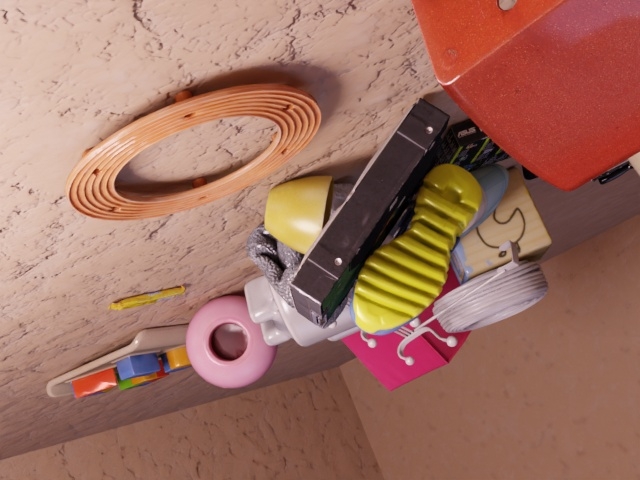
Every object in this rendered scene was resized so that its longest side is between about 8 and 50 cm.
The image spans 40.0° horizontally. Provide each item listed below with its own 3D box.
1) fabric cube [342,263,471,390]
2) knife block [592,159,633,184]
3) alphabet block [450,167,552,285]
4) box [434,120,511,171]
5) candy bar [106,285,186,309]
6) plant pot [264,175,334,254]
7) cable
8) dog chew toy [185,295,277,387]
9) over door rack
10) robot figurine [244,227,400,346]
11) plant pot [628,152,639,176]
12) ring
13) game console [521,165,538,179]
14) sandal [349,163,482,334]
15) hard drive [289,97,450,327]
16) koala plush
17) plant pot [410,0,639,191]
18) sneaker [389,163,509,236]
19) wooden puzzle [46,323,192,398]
[{"bbox_3d":[0.218,0.168,2.148,0.259,0.254,0.258,-43,-179,-36],"label":"fabric cube"},{"bbox_3d":[0.723,-0.219,1.954,0.275,0.088,0.242,-19,167,-16],"label":"knife block"},{"bbox_3d":[0.374,-0.022,1.949,0.197,0.192,0.193,-23,168,1],"label":"alphabet block"},{"bbox_3d":[0.296,-0.175,1.552,0.184,0.045,0.191,-17,167,-9],"label":"box"},{"bbox_3d":[-0.336,0.113,1.712,0.161,0.018,0.040,-12,167,-37],"label":"candy bar"},{"bbox_3d":[-0.036,-0.043,1.396,0.095,0.134,0.134,8,167,5],"label":"plant pot"},{"bbox_3d":[0.371,0.128,1.930,0.257,0.089,0.257,-13,164,-32],"label":"cable"},{"bbox_3d":[-0.196,0.233,2.040,0.206,0.207,0.332,-22,174,-2],"label":"dog chew toy"},{"bbox_3d":[0.193,0.093,1.639,0.239,0.108,0.324,30,115,-34],"label":"over door rack"},{"bbox_3d":[0.026,0.086,1.789,0.353,0.200,0.300,-22,132,4],"label":"robot figurine"},{"bbox_3d":[0.539,-0.206,1.258,0.333,0.306,0.334,-21,166,-5],"label":"plant pot"},{"bbox_3d":[-0.159,-0.111,1.111,0.336,0.032,0.336,-21,167,-5],"label":"ring"},{"bbox_3d":[0.461,-0.182,1.732,0.122,0.107,0.071,-17,-166,-18],"label":"game console"},{"bbox_3d":[0.151,0.028,1.414,0.317,0.126,0.138,-51,174,-25],"label":"sandal"},{"bbox_3d":[0.072,-0.033,1.343,0.339,0.064,0.237,-56,171,-10],"label":"hard drive"},{"bbox_3d":[0.000,0.000,1.555,0.221,0.203,0.196,-43,151,2],"label":"koala plush"},{"bbox_3d":[0.223,-0.235,0.813,0.235,0.267,0.267,8,149,-41],"label":"plant pot"},{"bbox_3d":[0.264,-0.052,1.791,0.150,0.135,0.366,-28,178,-28],"label":"sneaker"},{"bbox_3d":[-0.443,0.309,2.158,0.347,0.081,0.322,-30,164,28],"label":"wooden puzzle"}]
